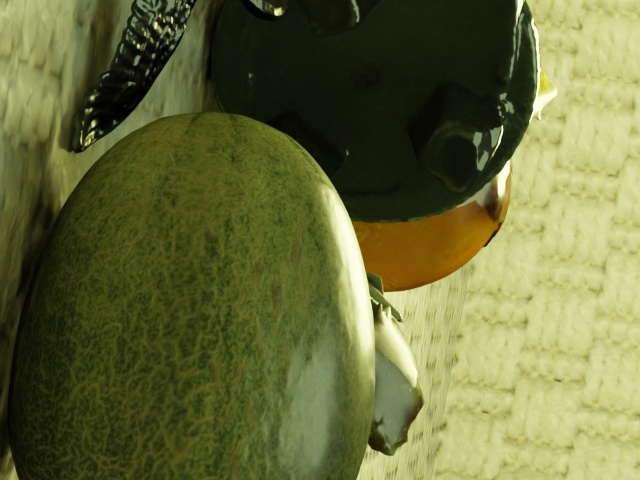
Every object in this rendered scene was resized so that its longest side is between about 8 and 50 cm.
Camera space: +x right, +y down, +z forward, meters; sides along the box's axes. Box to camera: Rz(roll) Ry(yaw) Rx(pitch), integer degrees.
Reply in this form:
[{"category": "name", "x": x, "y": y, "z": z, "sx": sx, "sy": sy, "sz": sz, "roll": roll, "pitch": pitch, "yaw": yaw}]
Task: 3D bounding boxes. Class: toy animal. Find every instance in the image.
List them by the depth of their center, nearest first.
[{"category": "toy animal", "x": -0.067, "y": -0.204, "z": 1.369, "sx": 0.160, "sy": 0.273, "sz": 0.197, "roll": 62, "pitch": 23, "yaw": -5}]

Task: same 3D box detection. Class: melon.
[{"category": "melon", "x": -0.082, "y": 0.077, "z": 1.311, "sx": 0.248, "sy": 0.249, "sz": 0.329, "roll": 36, "pitch": 62, "yaw": -78}]

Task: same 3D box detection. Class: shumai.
[{"category": "shumai", "x": -0.011, "y": 0.123, "z": 1.778, "sx": 0.260, "sy": 0.222, "sz": 0.225, "roll": -54, "pitch": 150, "yaw": -75}]

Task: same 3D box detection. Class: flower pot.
[{"category": "flower pot", "x": 0.059, "y": -0.175, "z": 1.670, "sx": 0.283, "sy": 0.299, "sz": 0.299, "roll": -70, "pitch": 167, "yaw": -63}]

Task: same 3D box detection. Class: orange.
[{"category": "orange", "x": 0.072, "y": -0.068, "z": 1.963, "sx": 0.246, "sy": 0.246, "sz": 0.246, "roll": 10, "pitch": 90, "yaw": -79}]

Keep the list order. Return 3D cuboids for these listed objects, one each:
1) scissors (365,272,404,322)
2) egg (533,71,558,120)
[{"category": "scissors", "x": 0.000, "y": 0.000, "z": 1.784, "sx": 0.021, "sy": 0.212, "sz": 0.110, "roll": -51, "pitch": 171, "yaw": 7}, {"category": "egg", "x": 0.144, "y": -0.245, "z": 2.371, "sx": 0.206, "sy": 0.162, "sz": 0.271, "roll": -42, "pitch": 118, "yaw": -17}]
